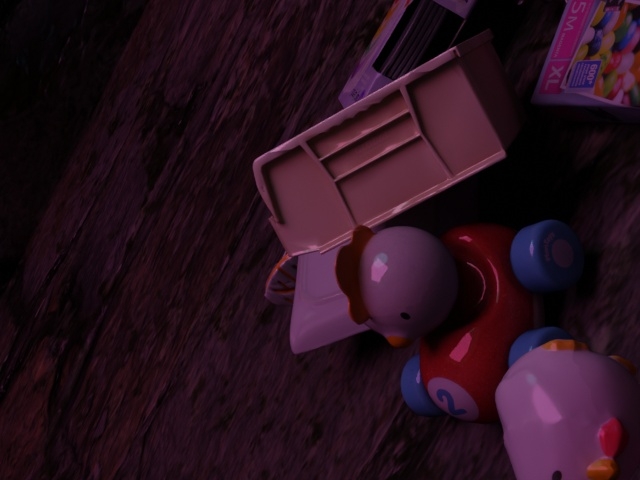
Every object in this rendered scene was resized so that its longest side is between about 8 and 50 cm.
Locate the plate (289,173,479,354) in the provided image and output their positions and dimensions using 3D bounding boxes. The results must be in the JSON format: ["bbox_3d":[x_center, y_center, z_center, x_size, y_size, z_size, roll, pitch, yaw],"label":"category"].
[{"bbox_3d":[0.068,-0.021,1.661,0.277,0.045,0.278,-22,48,33],"label":"plate"}]

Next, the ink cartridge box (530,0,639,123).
[{"bbox_3d":[0.347,-0.210,1.364,0.311,0.065,0.185,14,82,62],"label":"ink cartridge box"}]

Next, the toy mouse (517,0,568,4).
[{"bbox_3d":[0.253,-0.310,1.580,0.143,0.161,0.031,54,163,24],"label":"toy mouse"}]

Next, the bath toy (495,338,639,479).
[{"bbox_3d":[0.276,0.161,0.880,0.151,0.348,0.129,132,150,-59],"label":"bath toy"}]

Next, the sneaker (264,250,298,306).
[{"bbox_3d":[0.000,0.000,1.827,0.215,0.084,0.083,-49,31,12],"label":"sneaker"}]

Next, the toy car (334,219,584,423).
[{"bbox_3d":[0.106,0.070,1.367,0.219,0.238,0.210,-20,62,55],"label":"toy car"}]

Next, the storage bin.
[{"bbox_3d":[0.082,-0.107,1.476,0.260,0.123,0.262,-27,5,18],"label":"storage bin"}]

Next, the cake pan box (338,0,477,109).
[{"bbox_3d":[0.116,-0.254,1.727,0.245,0.070,0.267,-61,9,11],"label":"cake pan box"}]
